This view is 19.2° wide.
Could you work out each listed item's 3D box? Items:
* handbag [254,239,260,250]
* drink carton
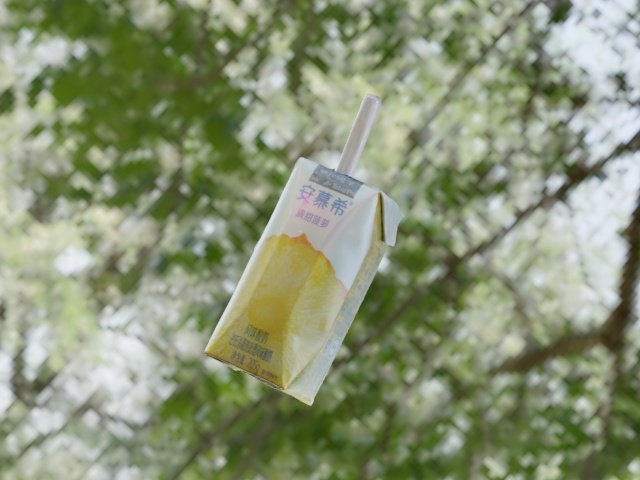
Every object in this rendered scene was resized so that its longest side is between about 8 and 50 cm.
[{"bbox_3d":[0.000,0.000,1.481,0.047,0.111,0.072,59,10,-16],"label":"handbag"},{"bbox_3d":[0.001,0.002,1.251,0.084,0.200,0.074,24,-8,25],"label":"drink carton"}]
